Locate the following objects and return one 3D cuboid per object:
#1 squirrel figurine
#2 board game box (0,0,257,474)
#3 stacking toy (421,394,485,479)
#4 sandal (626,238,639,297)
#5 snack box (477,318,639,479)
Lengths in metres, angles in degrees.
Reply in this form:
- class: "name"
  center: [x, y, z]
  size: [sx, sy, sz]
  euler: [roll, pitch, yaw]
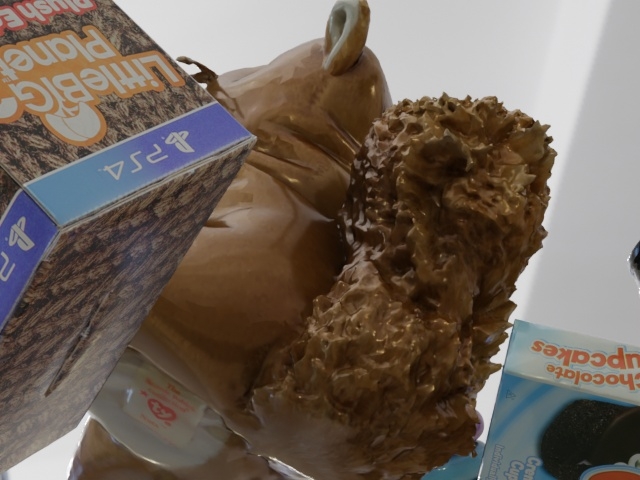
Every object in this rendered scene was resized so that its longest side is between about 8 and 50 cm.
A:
- class: "squirrel figurine"
  center: [0.000, 0.000, 1.287]
  size: [0.397, 0.370, 0.281]
  euler: [5, -46, 31]
- class: "board game box"
  center: [-0.217, -0.049, 0.848]
  size: [0.141, 0.291, 0.232]
  euler: [-30, -19, -50]
- class: "stacking toy"
  center: [0.150, 0.317, 1.844]
  size: [0.141, 0.330, 0.141]
  euler: [-20, 1, 0]
- class: "sandal"
  center: [0.366, -0.021, 1.677]
  size: [0.167, 0.107, 0.446]
  euler: [-48, -31, -25]
- class: "snack box"
  center: [0.192, 0.206, 1.175]
  size: [0.187, 0.060, 0.322]
  euler: [12, -50, 7]
